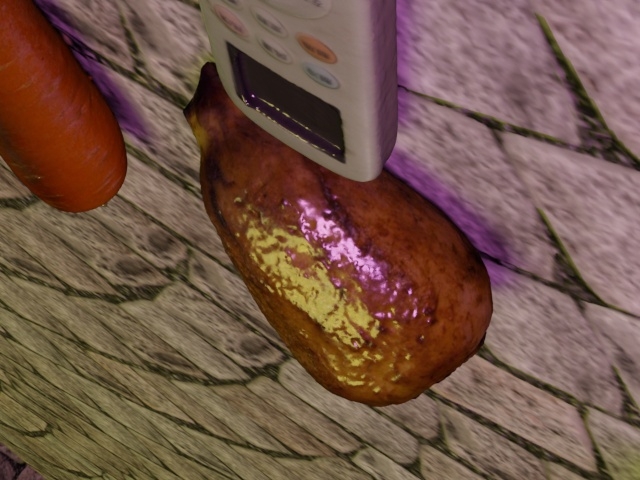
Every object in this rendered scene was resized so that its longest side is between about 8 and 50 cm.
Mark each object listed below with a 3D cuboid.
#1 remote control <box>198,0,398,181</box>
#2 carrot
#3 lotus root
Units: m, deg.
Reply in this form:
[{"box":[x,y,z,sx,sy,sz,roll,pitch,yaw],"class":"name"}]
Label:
[{"box":[-0.011,-0.104,0.618,0.090,0.038,0.309,31,164,13],"class":"remote control"},{"box":[-0.163,-0.089,0.907,0.067,0.067,0.225,24,159,32],"class":"carrot"},{"box":[0.000,0.000,0.803,0.108,0.094,0.191,-31,114,34],"class":"lotus root"}]
